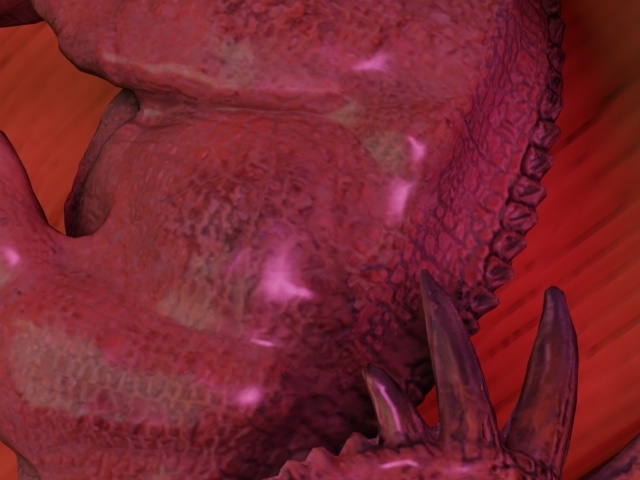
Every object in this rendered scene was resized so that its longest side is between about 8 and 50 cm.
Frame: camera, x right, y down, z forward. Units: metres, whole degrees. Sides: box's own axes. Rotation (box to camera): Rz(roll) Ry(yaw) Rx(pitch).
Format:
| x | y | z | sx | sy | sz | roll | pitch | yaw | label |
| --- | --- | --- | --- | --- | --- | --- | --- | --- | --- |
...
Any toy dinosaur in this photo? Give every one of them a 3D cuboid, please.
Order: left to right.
| x | y | z | sx | sy | sz | roll | pitch | yaw | label |
| --- | --- | --- | --- | --- | --- | --- | --- | --- | --- |
| 0.000 | 0.000 | 0.393 | 0.200 | 0.127 | 0.295 | 4 | 73 | 33 | toy dinosaur |
